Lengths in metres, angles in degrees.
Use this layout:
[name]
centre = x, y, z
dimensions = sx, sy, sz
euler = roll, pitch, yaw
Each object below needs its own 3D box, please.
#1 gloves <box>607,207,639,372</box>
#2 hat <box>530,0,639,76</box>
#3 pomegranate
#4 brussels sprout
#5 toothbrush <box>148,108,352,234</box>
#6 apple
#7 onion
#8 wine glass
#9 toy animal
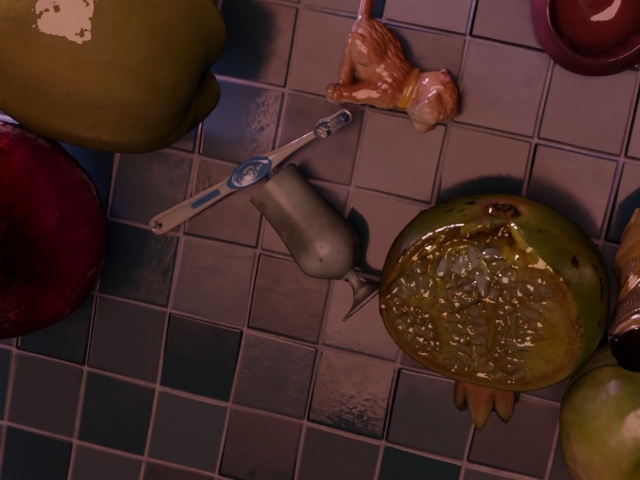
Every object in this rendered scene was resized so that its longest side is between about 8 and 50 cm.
[gloves]
centre = 0.463, 0.029, 1.523
dimensions = 0.141, 0.331, 0.154
euler = 7, 134, 27
[hat]
centre = 0.381, -0.327, 1.567
dimensions = 0.205, 0.089, 0.205
euler = 0, 107, 1
[pomegranate]
centre = 0.247, 0.084, 1.613
dimensions = 0.309, 0.216, 0.358
euler = 8, 130, 14
[brussels sprout]
centre = 0.464, 0.246, 1.567
dimensions = 0.259, 0.227, 0.294
euler = 33, 113, 2
[toothbrush]
centre = -0.110, -0.099, 1.711
dimensions = 0.386, 0.040, 0.040
euler = -27, 92, 28
[apple]
centre = -0.313, -0.277, 1.608
dimensions = 0.360, 0.320, 0.312
euler = 21, 100, -2
[onion]
centre = -0.488, 0.002, 1.657
dimensions = 0.347, 0.385, 0.348
euler = 0, 109, -1
[wine glass]
centre = 0.000, 0.000, 1.694
dimensions = 0.103, 0.103, 0.231
euler = -40, 87, 14
[toy animal]
centre = 0.123, -0.254, 1.632
dimensions = 0.185, 0.104, 0.184
euler = 20, 103, 12
